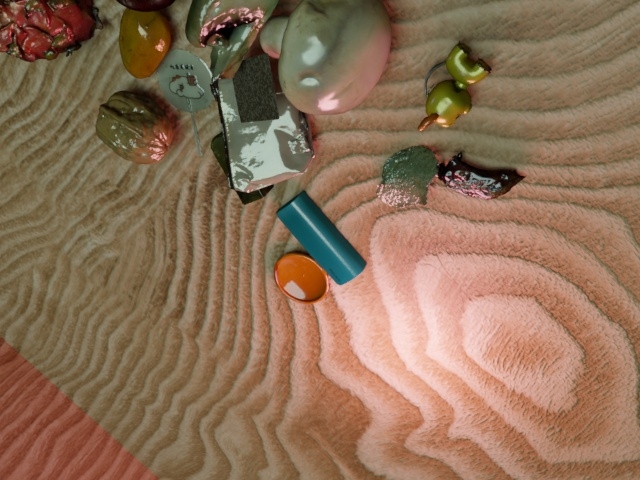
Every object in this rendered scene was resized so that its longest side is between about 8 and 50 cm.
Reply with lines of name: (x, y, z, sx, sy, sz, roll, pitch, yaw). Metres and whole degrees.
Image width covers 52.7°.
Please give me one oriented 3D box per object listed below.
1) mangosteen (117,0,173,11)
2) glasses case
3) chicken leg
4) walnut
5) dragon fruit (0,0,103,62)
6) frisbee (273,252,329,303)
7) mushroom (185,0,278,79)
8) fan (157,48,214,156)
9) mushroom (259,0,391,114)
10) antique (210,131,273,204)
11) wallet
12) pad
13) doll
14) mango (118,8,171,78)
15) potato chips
mangosteen: (-0.446, -0.684, 1.611, 0.216, 0.216, 0.216, 11, 124, 17)
glasses case: (-0.001, 0.001, 1.947, 0.301, 0.070, 0.117, 47, 127, -11)
chicken leg: (0.402, -0.161, 1.670, 0.234, 0.063, 0.105, 19, 131, 9)
walnut: (-0.546, -0.333, 1.900, 0.245, 0.198, 0.198, 31, 128, 11)
dragon fruit: (-0.810, -0.636, 1.772, 0.314, 0.263, 0.296, -2, 119, 25)
frisbee: (-0.059, 0.118, 2.065, 0.192, 0.035, 0.192, 11, 123, 17)
mushroom: (-0.248, -0.568, 1.572, 0.217, 0.212, 0.292, 54, 132, 30)
fan: (-0.384, -0.397, 1.896, 0.191, 0.009, 0.329, 7, 123, 19)
mushroom: (0.024, -0.434, 1.527, 0.315, 0.315, 0.356, 47, 163, -9)
antique: (-0.234, -0.224, 1.899, 0.081, 0.080, 0.221, -18, 110, 30)
wallet: (-0.162, -0.305, 1.777, 0.275, 0.068, 0.335, -5, 102, 15)
pad: (-0.170, -0.380, 1.635, 0.235, 0.003, 0.158, 12, 114, 59)
doll: (0.306, -0.352, 1.548, 0.135, 0.143, 0.221, 36, 121, -4)
mango: (-0.487, -0.547, 1.783, 0.147, 0.109, 0.227, 23, 129, 4)
potato chips: (0.235, -0.155, 1.736, 0.167, 0.059, 0.228, 40, 132, 26)
